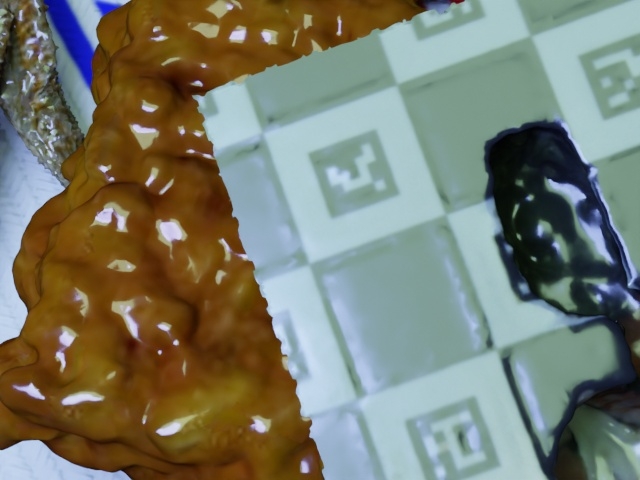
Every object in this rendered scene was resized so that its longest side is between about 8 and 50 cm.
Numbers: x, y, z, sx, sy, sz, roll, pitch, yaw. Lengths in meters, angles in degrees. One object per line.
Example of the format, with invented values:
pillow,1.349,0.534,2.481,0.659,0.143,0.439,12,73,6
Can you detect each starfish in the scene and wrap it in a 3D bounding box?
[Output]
starfish,-0.229,-0.115,0.898,0.301,0.084,0.293,1,66,-31

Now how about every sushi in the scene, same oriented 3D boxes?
sushi,0.165,0.048,0.678,0.343,0.064,0.359,-20,80,1

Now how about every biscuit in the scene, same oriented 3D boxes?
biscuit,0.000,0.000,0.828,0.318,0.110,0.312,13,59,3
